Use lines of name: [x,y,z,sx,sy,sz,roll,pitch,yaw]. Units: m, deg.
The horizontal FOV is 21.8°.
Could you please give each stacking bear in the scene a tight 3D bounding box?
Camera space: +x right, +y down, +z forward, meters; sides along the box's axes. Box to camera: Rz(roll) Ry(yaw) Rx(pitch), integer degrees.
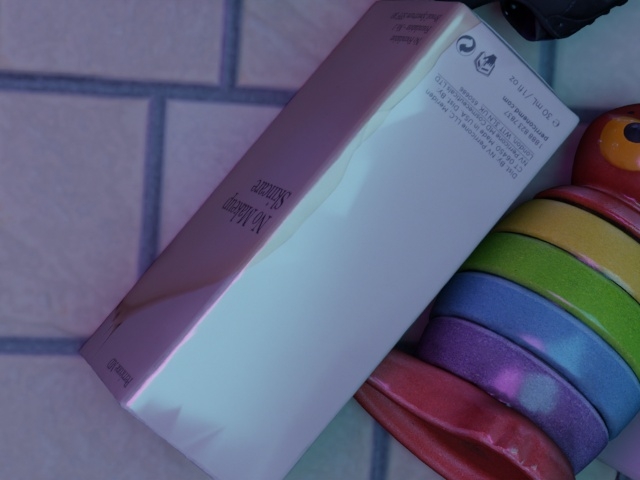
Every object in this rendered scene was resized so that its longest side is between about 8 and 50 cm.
stacking bear: [0.170,0.030,1.105,0.289,0.175,0.164,-53,143,-15]

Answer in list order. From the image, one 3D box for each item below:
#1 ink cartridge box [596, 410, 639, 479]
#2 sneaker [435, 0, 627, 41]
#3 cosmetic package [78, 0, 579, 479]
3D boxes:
ink cartridge box: [0.343,0.163,1.118,0.197,0.273,0.114,24,91,-21]
sneaker: [0.172,-0.192,1.096,0.283,0.107,0.124,3,116,-34]
cosmetic package: [0.000,0.000,1.039,0.113,0.160,0.309,43,83,-18]
